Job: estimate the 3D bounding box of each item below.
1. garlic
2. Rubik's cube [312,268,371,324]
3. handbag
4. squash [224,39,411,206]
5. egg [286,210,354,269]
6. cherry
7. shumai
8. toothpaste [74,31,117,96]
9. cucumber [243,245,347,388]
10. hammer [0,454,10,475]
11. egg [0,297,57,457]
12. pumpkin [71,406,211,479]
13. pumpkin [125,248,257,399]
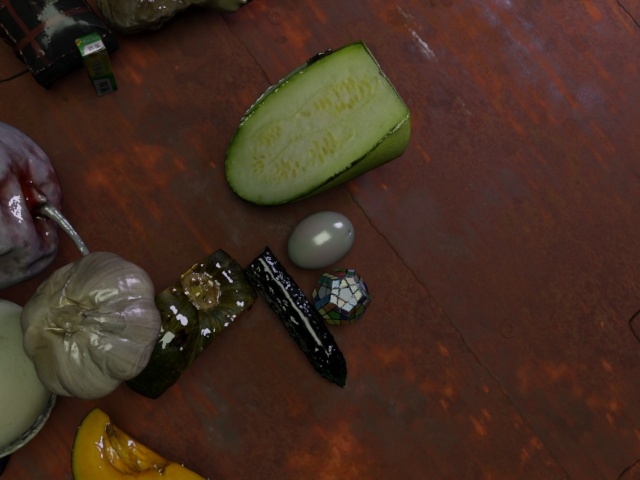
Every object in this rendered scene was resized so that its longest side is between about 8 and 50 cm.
[{"bbox_3d":[-0.348,0.125,1.040,0.228,0.152,0.228,-7,70,21],"label":"garlic"},{"bbox_3d":[0.040,0.105,1.288,0.093,0.111,0.111,-32,85,12],"label":"Rubik's cube"},{"bbox_3d":[-0.501,-0.401,1.263,0.169,0.155,0.215,-36,88,-5],"label":"handbag"},{"bbox_3d":[-0.030,-0.196,1.277,0.309,0.210,0.233,-22,70,-17],"label":"squash"},{"bbox_3d":[0.000,0.000,1.295,0.135,0.103,0.103,-28,85,-11],"label":"egg"},{"bbox_3d":[-0.580,-0.039,1.101,0.335,0.326,0.291,-26,118,-17],"label":"cherry"},{"bbox_3d":[-0.262,-0.540,1.328,0.283,0.217,0.346,12,88,-39],"label":"shumai"},{"bbox_3d":[-0.403,-0.316,1.251,0.043,0.178,0.037,-27,85,-14],"label":"toothpaste"},{"bbox_3d":[-0.035,0.147,1.282,0.072,0.072,0.300,-37,88,-13],"label":"cucumber"},{"bbox_3d":[-0.506,0.270,1.198,0.137,0.037,0.290,22,76,-3],"label":"hammer"},{"bbox_3d":[-0.537,0.178,1.066,0.264,0.174,0.286,9,46,-19],"label":"egg"},{"bbox_3d":[-0.306,0.408,1.138,0.254,0.130,0.149,29,53,7],"label":"pumpkin"},{"bbox_3d":[-0.253,0.155,1.238,0.139,0.190,0.280,47,33,2],"label":"pumpkin"}]
